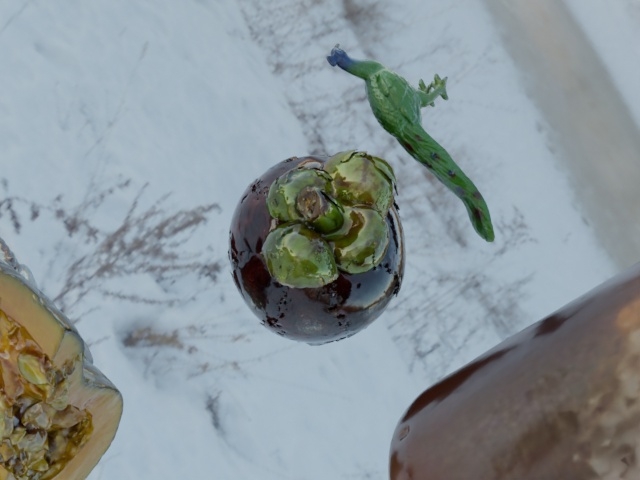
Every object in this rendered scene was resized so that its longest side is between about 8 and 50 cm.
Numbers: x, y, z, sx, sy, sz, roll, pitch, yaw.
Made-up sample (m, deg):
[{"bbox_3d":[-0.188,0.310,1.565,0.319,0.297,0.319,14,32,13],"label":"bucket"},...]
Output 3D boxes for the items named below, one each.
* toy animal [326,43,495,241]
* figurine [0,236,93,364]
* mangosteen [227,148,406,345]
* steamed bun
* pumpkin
[{"bbox_3d":[0.096,-0.099,0.865,0.217,0.041,0.075,47,57,-12],"label":"toy animal"},{"bbox_3d":[-0.532,0.161,1.394,0.378,0.361,0.266,45,35,1],"label":"figurine"},{"bbox_3d":[0.000,0.000,0.841,0.166,0.180,0.166,2,71,-7],"label":"mangosteen"},{"bbox_3d":[0.211,0.207,0.489,0.379,0.235,0.248,52,16,-18],"label":"steamed bun"},{"bbox_3d":[-0.282,0.145,0.834,0.139,0.280,0.190,39,70,19],"label":"pumpkin"}]
